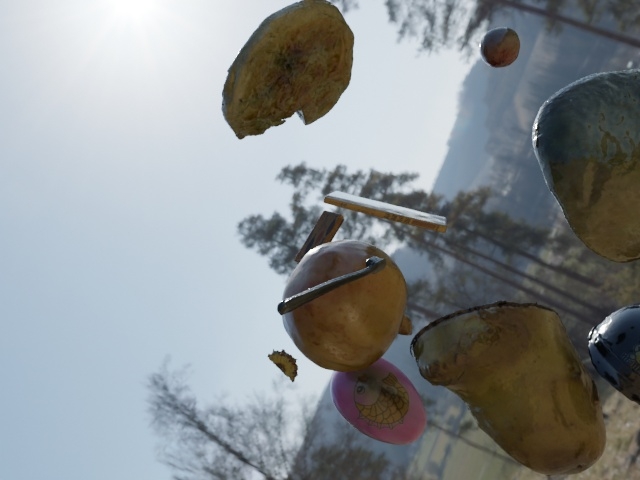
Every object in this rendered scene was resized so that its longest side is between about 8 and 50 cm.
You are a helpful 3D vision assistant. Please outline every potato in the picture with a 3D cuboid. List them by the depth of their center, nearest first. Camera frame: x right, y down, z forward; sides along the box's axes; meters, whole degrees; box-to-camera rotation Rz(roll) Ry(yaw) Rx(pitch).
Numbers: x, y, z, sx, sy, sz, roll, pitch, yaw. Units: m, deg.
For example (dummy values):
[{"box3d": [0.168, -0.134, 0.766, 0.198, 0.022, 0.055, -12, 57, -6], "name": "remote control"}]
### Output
[{"box3d": [0.413, 0.323, 1.516, 0.290, 0.397, 0.296, -46, 39, 33], "name": "potato"}]

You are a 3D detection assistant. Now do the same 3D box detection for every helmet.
[{"box3d": [0.682, 0.218, 1.497, 0.278, 0.230, 0.160, -10, -40, -53], "name": "helmet"}]

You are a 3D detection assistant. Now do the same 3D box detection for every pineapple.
[{"box3d": [-0.075, 0.267, 1.607, 0.045, 0.083, 0.019, -51, -10, 27], "name": "pineapple"}]

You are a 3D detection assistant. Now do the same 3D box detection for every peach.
[{"box3d": [0.358, -0.383, 1.467, 0.083, 0.083, 0.083, 23, -90, -80], "name": "peach"}]

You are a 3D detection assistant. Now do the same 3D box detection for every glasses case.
[{"box3d": [0.000, 0.000, 1.999, 0.170, 0.064, 0.041, -59, -42, -18], "name": "glasses case"}]

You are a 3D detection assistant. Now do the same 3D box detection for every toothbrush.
[{"box3d": [0.026, 0.086, 1.449, 0.297, 0.030, 0.030, -22, -52, -41], "name": "toothbrush"}]

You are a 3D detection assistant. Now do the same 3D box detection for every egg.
[{"box3d": [0.153, 0.411, 1.904, 0.196, 0.271, 0.196, -60, 2, 3], "name": "egg"}]

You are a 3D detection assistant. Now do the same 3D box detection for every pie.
[{"box3d": [-0.061, -0.341, 1.500, 0.337, 0.075, 0.338, -32, -30, -22], "name": "pie"}]

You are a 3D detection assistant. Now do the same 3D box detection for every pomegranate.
[{"box3d": [0.079, 0.156, 1.794, 0.342, 0.342, 0.343, 23, -90, -80], "name": "pomegranate"}]

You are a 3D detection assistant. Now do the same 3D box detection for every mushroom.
[{"box3d": [0.444, -0.151, 1.052, 0.217, 0.211, 0.292, -35, 40, 47], "name": "mushroom"}]

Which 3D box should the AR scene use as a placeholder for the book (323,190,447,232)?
[{"box3d": [0.096, -0.043, 1.048, 0.118, 0.172, 0.012, -38, -38, -77], "name": "book"}]
